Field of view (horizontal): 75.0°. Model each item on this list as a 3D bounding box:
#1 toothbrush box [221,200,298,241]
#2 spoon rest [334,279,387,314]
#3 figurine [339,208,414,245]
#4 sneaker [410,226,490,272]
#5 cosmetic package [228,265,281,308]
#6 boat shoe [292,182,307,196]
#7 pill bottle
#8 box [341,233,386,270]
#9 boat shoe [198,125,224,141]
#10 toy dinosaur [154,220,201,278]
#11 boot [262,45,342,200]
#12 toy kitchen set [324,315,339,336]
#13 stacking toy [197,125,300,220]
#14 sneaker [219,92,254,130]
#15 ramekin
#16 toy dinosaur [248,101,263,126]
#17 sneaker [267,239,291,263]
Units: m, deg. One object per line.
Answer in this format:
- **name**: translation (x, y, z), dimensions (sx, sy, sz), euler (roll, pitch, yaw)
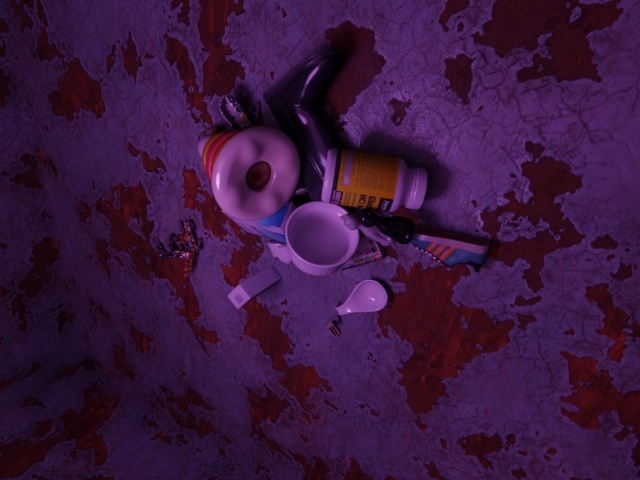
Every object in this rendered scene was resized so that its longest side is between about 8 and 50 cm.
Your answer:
- **toothbrush box**: translation (-0.223, -0.097, 1.743), dimensions (0.296, 0.216, 0.126), euler (17, 75, 26)
- **spoon rest**: translation (0.161, 0.253, 1.741), dimensions (0.276, 0.084, 0.137), euler (-32, 91, 38)
- **figurine**: translation (0.188, -0.057, 1.480), dimensions (0.210, 0.092, 0.215), euler (20, 170, -18)
- **sneaker**: translation (0.424, 0.034, 1.462), dimensions (0.302, 0.108, 0.121), euler (15, 113, 26)
- **cosmetic package**: translation (-0.301, 0.213, 1.926), dimensions (0.085, 0.231, 0.117), euler (52, 127, 3)
- **boat shoe**: translation (-0.135, -0.205, 1.709), dimensions (0.254, 0.095, 0.079), euler (-12, 88, 61)
- **pill bottle**: translation (0.179, -0.198, 1.413), dimensions (0.334, 0.188, 0.187), euler (8, 117, 0)
- **box**: translation (0.152, 0.043, 1.686), dimensions (0.207, 0.036, 0.114), euler (-19, 99, 37)
- **boat shoe**: translation (-0.417, -0.352, 1.832), dimensions (0.120, 0.122, 0.323), euler (-25, 95, 32)
- **toy dinosaur**: translation (-0.727, 0.050, 2.193), dimensions (0.219, 0.164, 0.321), euler (8, 93, 13)
- **boot**: translation (0.015, -0.403, 1.511), dimensions (0.367, 0.146, 0.445), euler (-21, 95, 45)
- **toy kitchen set**: translation (0.069, 0.388, 1.871), dimensions (0.068, 0.083, 0.075), euler (-36, 88, -4)
- **stacking toy**: translation (-0.335, -0.317, 1.606), dimensions (0.480, 0.351, 0.350), euler (37, 128, 42)
- **sneaker**: translation (-0.325, -0.481, 1.737), dimensions (0.107, 0.118, 0.279), euler (-21, 121, 1)
- **ramekin**: translation (0.000, 0.000, 1.593), dimensions (0.277, 0.277, 0.135), euler (41, 155, 12)
- **toy dinosaur**: translation (-0.257, -0.523, 1.718), dimensions (0.090, 0.047, 0.082), euler (23, 117, -16)
- **sneaker**: translation (-0.128, 0.052, 1.849), dimensions (0.232, 0.090, 0.115), euler (10, 122, 39)
